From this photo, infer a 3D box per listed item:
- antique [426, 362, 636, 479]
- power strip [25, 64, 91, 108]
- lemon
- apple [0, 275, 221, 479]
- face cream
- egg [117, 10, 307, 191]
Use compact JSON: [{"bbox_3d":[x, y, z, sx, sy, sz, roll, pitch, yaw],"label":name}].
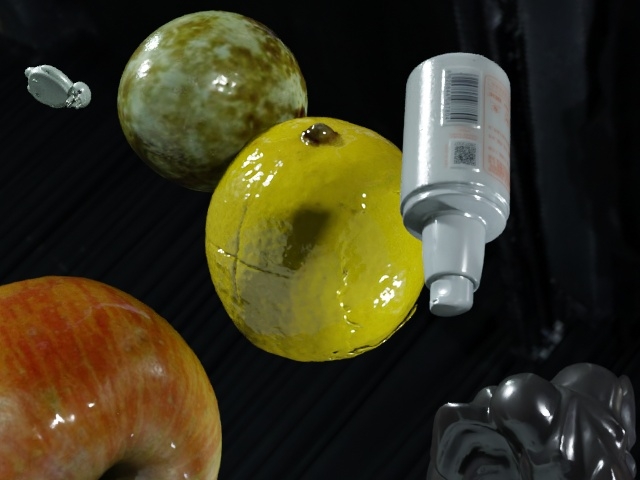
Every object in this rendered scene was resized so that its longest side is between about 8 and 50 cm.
[{"bbox_3d":[0.189,0.242,1.045,0.322,0.185,0.255,139,-56,-74],"label":"antique"},{"bbox_3d":[-0.302,-0.169,1.379,0.083,0.035,0.055,17,-47,16],"label":"power strip"},{"bbox_3d":[0.001,0.000,1.471,0.297,0.297,0.297,34,-25,19],"label":"lemon"},{"bbox_3d":[-0.234,0.168,1.000,0.301,0.301,0.301,34,-25,19],"label":"apple"},{"bbox_3d":[0.122,-0.044,1.103,0.101,0.252,0.101,4,-30,2],"label":"face cream"},{"bbox_3d":[-0.144,-0.178,1.585,0.238,0.289,0.238,5,-75,20],"label":"egg"}]
